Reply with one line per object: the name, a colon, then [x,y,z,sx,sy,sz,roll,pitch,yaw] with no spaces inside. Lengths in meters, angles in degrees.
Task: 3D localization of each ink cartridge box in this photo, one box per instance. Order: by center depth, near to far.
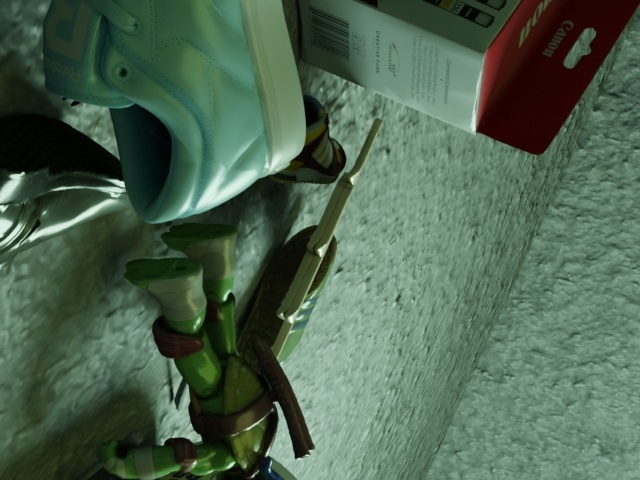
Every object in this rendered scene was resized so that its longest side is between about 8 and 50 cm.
ink cartridge box: [0.171,-0.271,1.371,0.309,0.272,0.130,-55,160,-28]

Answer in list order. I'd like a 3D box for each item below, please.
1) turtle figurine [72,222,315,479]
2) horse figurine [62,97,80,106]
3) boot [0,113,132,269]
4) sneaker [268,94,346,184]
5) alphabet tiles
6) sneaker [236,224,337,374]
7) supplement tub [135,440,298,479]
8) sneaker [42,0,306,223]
turtle figurine: [-0.148,0.127,1.292,0.198,0.274,0.266,-20,116,-35]
horse figurine: [-0.091,-0.216,1.048,0.263,0.066,0.174,-38,141,-49]
boot: [-0.230,-0.003,0.963,0.161,0.083,0.246,-56,164,13]
sneaker: [-0.011,-0.107,1.410,0.084,0.069,0.185,-64,164,16]
alphabet tiles: [0.000,0.000,1.410,0.284,0.021,0.278,-65,178,-84]
sneaker: [-0.040,0.074,1.597,0.192,0.064,0.086,-61,169,-8]
supplement tub: [-0.154,0.358,1.374,0.316,0.228,0.228,-32,144,-59]
sneaker: [-0.116,-0.159,0.873,0.150,0.135,0.366,-39,130,-25]
